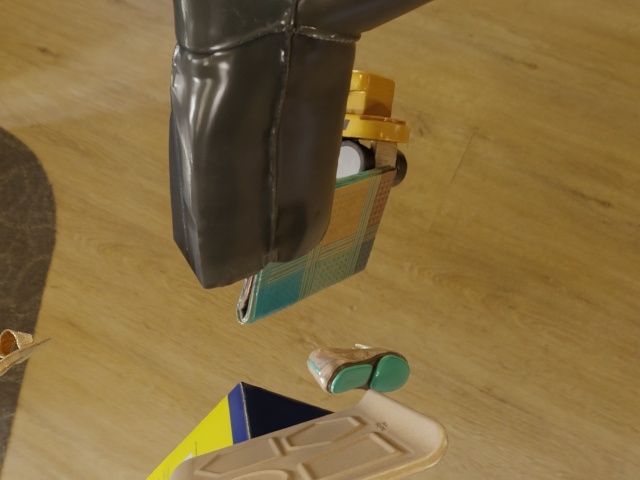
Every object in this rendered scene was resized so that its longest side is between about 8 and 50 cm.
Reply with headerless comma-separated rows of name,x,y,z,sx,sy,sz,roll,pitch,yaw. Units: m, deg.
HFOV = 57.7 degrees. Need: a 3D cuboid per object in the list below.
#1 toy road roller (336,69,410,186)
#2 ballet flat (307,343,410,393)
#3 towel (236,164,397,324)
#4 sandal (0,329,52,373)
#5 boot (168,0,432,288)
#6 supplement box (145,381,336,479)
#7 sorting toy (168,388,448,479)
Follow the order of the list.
toy road roller,0.041,-0.249,1.286,0.329,0.202,0.241,13,101,34
ballet flat,0.084,0.268,1.261,0.106,0.316,0.108,30,96,37
towel,0.000,0.000,1.126,0.040,0.272,0.370,35,35,28
sandal,-0.690,0.235,1.306,0.088,0.240,0.079,-39,96,2
boot,0.016,-0.150,0.628,0.366,0.445,0.146,-10,48,-17
supplement box,-0.103,0.364,0.661,0.356,0.194,0.195,-48,34,22
sorting toy,-0.022,0.182,0.456,0.208,0.193,0.038,-18,88,-13
